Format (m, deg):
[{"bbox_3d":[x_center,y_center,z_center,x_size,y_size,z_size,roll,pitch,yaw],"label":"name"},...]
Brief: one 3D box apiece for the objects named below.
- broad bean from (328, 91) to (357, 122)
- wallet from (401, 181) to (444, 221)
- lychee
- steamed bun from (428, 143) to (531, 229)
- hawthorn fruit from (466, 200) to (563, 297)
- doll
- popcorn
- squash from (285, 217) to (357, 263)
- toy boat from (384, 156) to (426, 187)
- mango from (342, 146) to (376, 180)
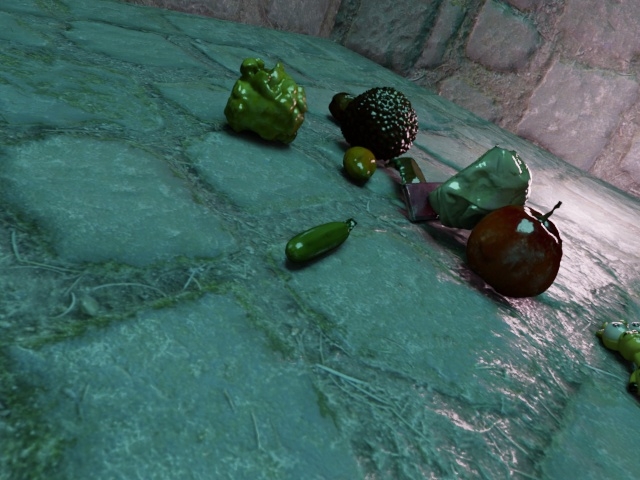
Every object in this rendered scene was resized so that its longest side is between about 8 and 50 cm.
[{"bbox_3d":[0.139,-0.521,2.077,0.228,0.122,0.156,32,4,7],"label":"broad bean"},{"bbox_3d":[0.342,-0.121,1.559,0.232,0.025,0.119,-7,78,-41],"label":"wallet"},{"bbox_3d":[0.213,-0.404,1.801,0.267,0.267,0.267,16,29,-9],"label":"lychee"},{"bbox_3d":[0.462,-0.122,1.439,0.207,0.280,0.268,56,7,2],"label":"steamed bun"},{"bbox_3d":[0.506,0.001,1.268,0.241,0.272,0.242,16,35,-12],"label":"hawthorn fruit"},{"bbox_3d":[0.730,0.269,1.154,0.117,0.086,0.291,-7,26,10],"label":"doll"},{"bbox_3d":[-0.163,-0.441,1.618,0.250,0.242,0.235,22,26,-4],"label":"popcorn"},{"bbox_3d":[0.000,0.000,1.144,0.066,0.066,0.252,34,30,22],"label":"squash"},{"bbox_3d":[0.285,-0.219,1.683,0.108,0.099,0.293,38,20,-29],"label":"toy boat"},{"bbox_3d":[0.122,-0.245,1.630,0.115,0.089,0.165,34,33,4],"label":"mango"}]
